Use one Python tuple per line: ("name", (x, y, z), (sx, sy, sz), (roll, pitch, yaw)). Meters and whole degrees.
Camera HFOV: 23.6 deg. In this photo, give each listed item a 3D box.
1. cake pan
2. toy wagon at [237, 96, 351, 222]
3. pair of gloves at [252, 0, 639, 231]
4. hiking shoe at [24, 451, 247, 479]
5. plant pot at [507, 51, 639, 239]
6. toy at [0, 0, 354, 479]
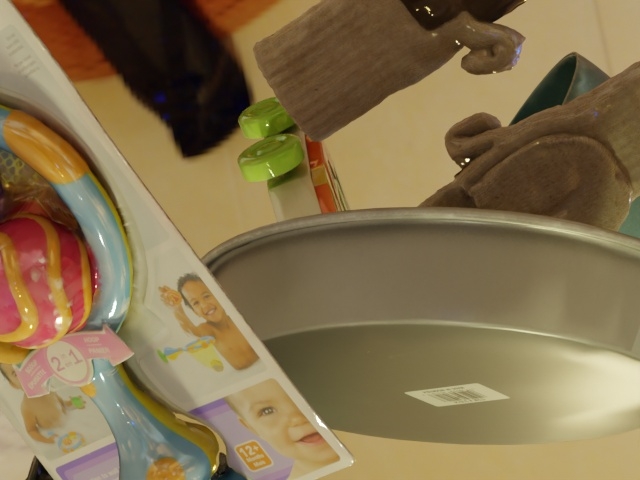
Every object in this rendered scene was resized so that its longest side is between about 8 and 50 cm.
("cake pan", (0.072, 0.059, 0.842), (0.293, 0.054, 0.293), (4, 160, 1))
("toy wagon", (0.000, 0.000, 1.400), (0.068, 0.267, 0.344), (-18, -158, 5))
("pair of gloves", (0.104, -0.094, 0.929), (0.204, 0.240, 0.042), (-40, -166, 19))
("hiking shoe", (-0.164, 0.213, 1.140), (0.304, 0.132, 0.113), (-24, -160, 2))
("plant pot", (0.245, -0.004, 1.445), (0.195, 0.290, 0.290), (30, 174, -4))
("toy", (-0.110, 0.022, 0.548), (0.137, 0.237, 0.056), (-26, -160, 36))
